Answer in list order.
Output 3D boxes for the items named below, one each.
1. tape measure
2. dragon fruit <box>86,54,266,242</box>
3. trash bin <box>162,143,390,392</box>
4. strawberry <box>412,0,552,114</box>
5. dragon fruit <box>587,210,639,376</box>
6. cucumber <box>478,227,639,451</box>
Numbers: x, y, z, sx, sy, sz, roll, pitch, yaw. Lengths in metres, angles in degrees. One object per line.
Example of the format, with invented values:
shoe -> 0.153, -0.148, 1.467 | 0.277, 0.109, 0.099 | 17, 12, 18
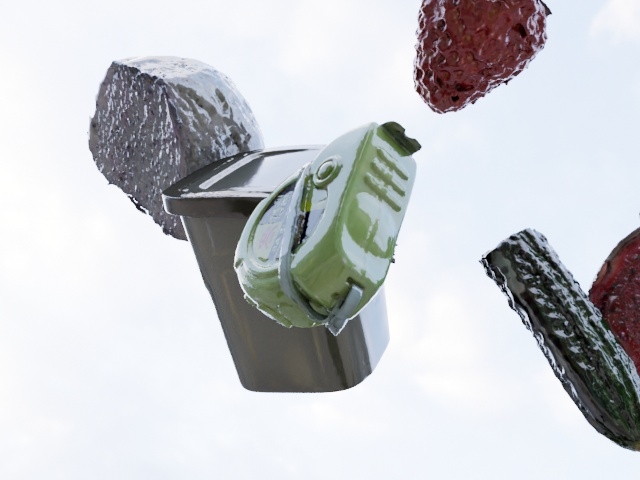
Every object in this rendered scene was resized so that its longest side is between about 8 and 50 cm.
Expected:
tape measure -> 0.000, 0.000, 0.635 | 0.154, 0.177, 0.087 | -14, -44, 42
dragon fruit -> -0.184, -0.153, 1.095 | 0.283, 0.204, 0.221 | 33, -53, 37
trash bin -> -0.032, 0.031, 0.883 | 0.219, 0.220, 0.250 | -4, -71, 24
strawberry -> 0.207, -0.273, 1.050 | 0.190, 0.111, 0.236 | 30, -61, 2
dragon fruit -> 0.356, 0.083, 0.798 | 0.161, 0.274, 0.126 | 15, -16, 17
cucumber -> 0.240, 0.087, 0.731 | 0.077, 0.265, 0.077 | -18, -35, -13
